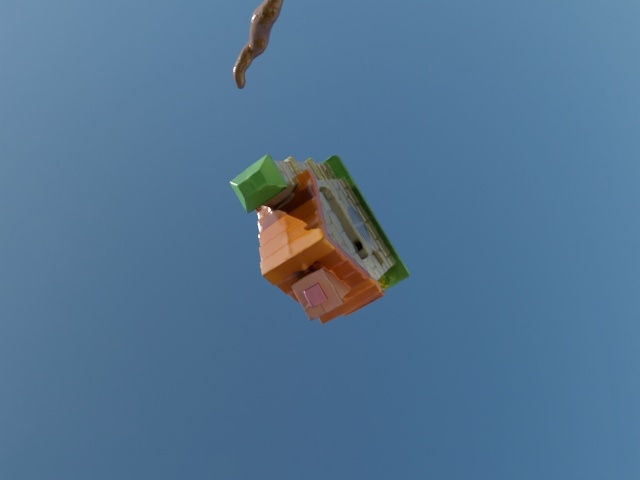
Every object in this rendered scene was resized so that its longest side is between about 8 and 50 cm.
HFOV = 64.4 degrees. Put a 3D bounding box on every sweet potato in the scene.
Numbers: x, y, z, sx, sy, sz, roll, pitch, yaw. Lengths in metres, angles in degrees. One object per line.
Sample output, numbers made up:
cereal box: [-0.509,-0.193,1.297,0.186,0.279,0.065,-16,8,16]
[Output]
sweet potato: [-0.098,-0.315,0.793,0.044,0.179,0.044,20,-134,-22]

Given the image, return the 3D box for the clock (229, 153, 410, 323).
clock: [0.000,0.000,0.676,0.220,0.106,0.255,59,-160,4]
